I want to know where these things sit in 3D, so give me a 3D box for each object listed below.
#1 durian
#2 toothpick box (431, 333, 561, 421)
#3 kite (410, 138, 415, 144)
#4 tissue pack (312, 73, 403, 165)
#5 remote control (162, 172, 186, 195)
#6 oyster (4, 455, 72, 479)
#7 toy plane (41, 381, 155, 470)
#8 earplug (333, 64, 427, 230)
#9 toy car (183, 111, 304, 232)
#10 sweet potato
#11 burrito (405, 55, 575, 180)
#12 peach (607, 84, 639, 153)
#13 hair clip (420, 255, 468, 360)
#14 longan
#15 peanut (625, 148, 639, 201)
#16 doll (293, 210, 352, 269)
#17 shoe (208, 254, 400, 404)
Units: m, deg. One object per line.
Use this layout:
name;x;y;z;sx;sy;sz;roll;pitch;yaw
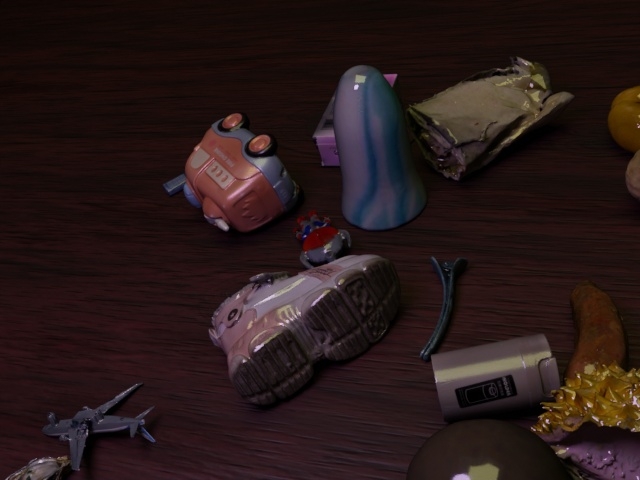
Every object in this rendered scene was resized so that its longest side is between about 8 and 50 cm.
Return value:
durian;0.427;0.259;1.018;0.305;0.195;0.185;26;82;29
toothpick box;0.270;0.213;1.220;0.181;0.111;0.111;-11;41;7
kite;0.109;-0.186;1.706;0.160;0.183;0.010;-54;44;24
tissue pack;0.094;-0.281;1.835;0.149;0.092;0.246;3;45;23
remote control;-0.303;-0.157;1.882;0.152;0.027;0.043;-32;47;-14
oyster;-0.480;0.410;1.293;0.166;0.053;0.108;-36;17;-9
toy plane;-0.392;0.319;1.361;0.226;0.058;0.226;0;28;18
earplug;0.103;-0.196;1.564;0.185;0.324;0.185;-9;42;8
toy car;-0.185;-0.131;1.711;0.212;0.180;0.270;-38;45;-9
sweet potato;0.439;0.154;1.246;0.097;0.097;0.292;2;40;20
burrito;0.367;-0.264;1.695;0.332;0.135;0.190;-28;51;-17
peach;0.673;-0.247;1.600;0.179;0.103;0.179;-7;42;6
hair clip;0.215;0.117;1.399;0.070;0.039;0.229;1;45;18
longan;0.224;0.332;1.045;0.220;0.196;0.196;6;45;8
peanut;0.706;-0.111;1.407;0.291;0.143;0.159;19;63;31
doll;-0.001;0.001;1.584;0.104;0.062;0.194;-12;32;-13
shoe;-0.035;0.115;1.382;0.351;0.172;0.198;-30;40;-17
